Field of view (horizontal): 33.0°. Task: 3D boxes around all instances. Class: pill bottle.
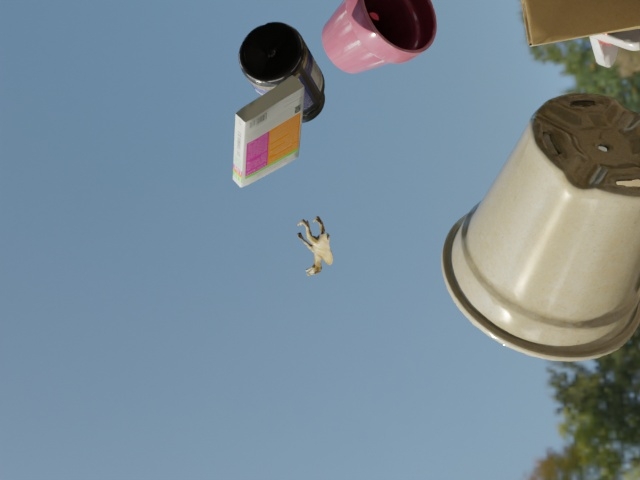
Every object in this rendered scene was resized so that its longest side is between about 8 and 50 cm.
[{"bbox_3d":[-0.061,-0.298,1.973,0.219,0.123,0.123,51,-141,-68],"label":"pill bottle"}]

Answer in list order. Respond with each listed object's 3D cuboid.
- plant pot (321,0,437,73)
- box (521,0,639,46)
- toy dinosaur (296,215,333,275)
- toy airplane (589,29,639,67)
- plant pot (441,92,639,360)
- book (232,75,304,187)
[{"bbox_3d":[0.106,-0.434,2.203,0.201,0.180,0.201,15,-117,-33],"label":"plant pot"},{"bbox_3d":[0.350,-0.344,1.379,0.021,0.201,0.164,-154,53,-86],"label":"box"},{"bbox_3d":[0.000,0.000,2.010,0.053,0.183,0.092,-24,-109,-21],"label":"toy dinosaur"},{"bbox_3d":[0.630,-0.490,1.969,0.386,0.272,0.384,-16,-69,-56],"label":"toy airplane"},{"bbox_3d":[0.381,-0.042,1.634,0.305,0.334,0.334,104,-169,-45],"label":"plant pot"},{"bbox_3d":[-0.068,-0.136,1.384,0.096,0.035,0.144,-36,-21,-24],"label":"book"}]
